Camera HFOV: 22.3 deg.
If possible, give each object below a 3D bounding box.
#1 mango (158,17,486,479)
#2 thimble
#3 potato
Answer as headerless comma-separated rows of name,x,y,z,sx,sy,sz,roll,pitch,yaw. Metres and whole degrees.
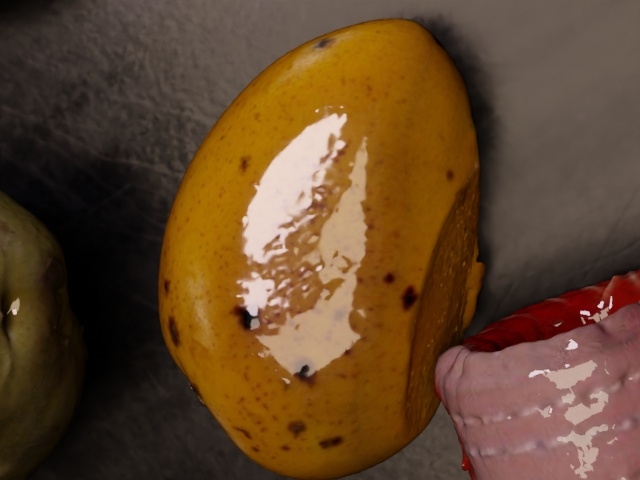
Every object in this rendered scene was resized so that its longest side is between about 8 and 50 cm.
mango,0.000,0.000,1.003,0.191,0.160,0.290,18,98,18
thimble,0.164,0.096,0.968,0.163,0.189,0.125,-15,96,48
potato,-0.277,0.114,1.045,0.202,0.218,0.351,27,111,-16
